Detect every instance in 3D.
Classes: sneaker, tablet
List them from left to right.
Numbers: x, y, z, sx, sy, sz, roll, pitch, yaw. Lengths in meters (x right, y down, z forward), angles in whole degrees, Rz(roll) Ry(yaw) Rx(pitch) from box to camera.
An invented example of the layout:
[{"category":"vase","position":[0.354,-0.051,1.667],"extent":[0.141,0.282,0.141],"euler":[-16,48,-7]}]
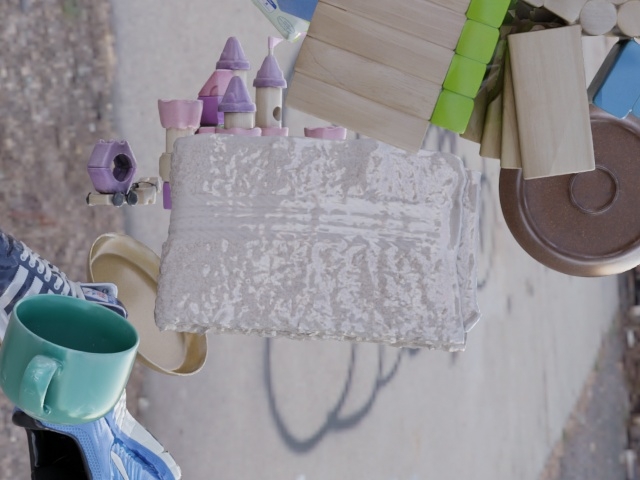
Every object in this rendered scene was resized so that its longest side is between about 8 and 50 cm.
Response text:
[{"category":"sneaker","position":[-0.326,0.051,1.475],"extent":[0.099,0.153,0.282],"euler":[-124,-166,-61]},{"category":"sneaker","position":[-0.272,0.269,1.460],"extent":[0.147,0.130,0.330],"euler":[-62,140,-39]},{"category":"tablet","position":[-0.017,-0.195,0.975],"extent":[0.006,0.083,0.054],"euler":[-35,127,-19]}]

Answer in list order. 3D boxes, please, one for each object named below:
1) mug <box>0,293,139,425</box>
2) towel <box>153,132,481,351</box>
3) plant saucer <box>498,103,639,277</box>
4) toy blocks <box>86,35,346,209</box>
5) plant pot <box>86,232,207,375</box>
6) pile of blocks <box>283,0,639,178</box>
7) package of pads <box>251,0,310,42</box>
[{"category":"mug","position":[-0.265,0.126,1.235],"extent":[0.158,0.129,0.097],"euler":[-3,118,-52]},{"category":"towel","position":[0.000,0.000,1.091],"extent":[0.049,0.282,0.187],"euler":[89,5,-65]},{"category":"plant saucer","position":[0.246,-0.048,1.125],"extent":[0.029,0.168,0.168],"euler":[-51,135,-81]},{"category":"toy blocks","position":[-0.156,-0.182,1.882],"extent":[0.289,0.309,0.260],"euler":[-9,100,-55]},{"category":"plant pot","position":[-0.250,0.095,1.760],"extent":[0.236,0.032,0.236],"euler":[45,22,-24]},{"category":"pile of blocks","position":[0.161,-0.120,0.741],"extent":[0.112,0.362,0.149],"euler":[-67,152,-80]},{"category":"package of pads","position":[-0.029,-0.423,1.663],"extent":[0.229,0.101,0.296],"euler":[46,42,-15]}]
